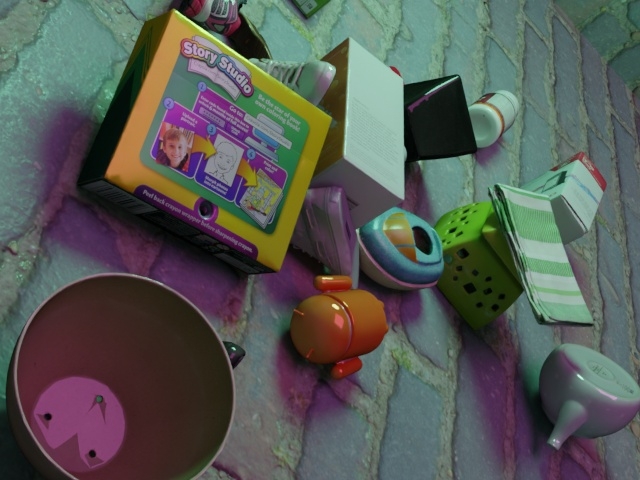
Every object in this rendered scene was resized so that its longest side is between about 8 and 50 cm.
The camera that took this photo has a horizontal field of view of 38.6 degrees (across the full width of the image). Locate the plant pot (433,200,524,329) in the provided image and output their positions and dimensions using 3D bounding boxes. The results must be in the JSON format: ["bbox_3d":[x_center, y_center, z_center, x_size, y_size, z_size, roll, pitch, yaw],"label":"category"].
[{"bbox_3d":[0.394,0.032,2.109,0.227,0.207,0.228,51,37,-12],"label":"plant pot"}]

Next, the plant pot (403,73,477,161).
[{"bbox_3d":[0.226,-0.265,2.126,0.167,0.188,0.188,-25,105,-38],"label":"plant pot"}]

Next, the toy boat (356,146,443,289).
[{"bbox_3d":[0.153,-0.052,1.929,0.267,0.148,0.318,8,59,-48],"label":"toy boat"}]

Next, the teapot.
[{"bbox_3d":[0.612,0.375,2.148,0.256,0.187,0.252,14,25,-24],"label":"teapot"}]

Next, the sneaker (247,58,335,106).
[{"bbox_3d":[-0.083,-0.297,1.745,0.123,0.290,0.106,29,74,-26],"label":"sneaker"}]

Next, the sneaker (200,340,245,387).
[{"bbox_3d":[-0.198,0.161,1.317,0.132,0.228,0.086,46,60,-3],"label":"sneaker"}]

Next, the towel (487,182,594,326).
[{"bbox_3d":[0.491,0.034,2.015,0.247,0.038,0.325,7,60,-48],"label":"towel"}]

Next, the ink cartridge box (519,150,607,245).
[{"bbox_3d":[0.618,-0.087,2.446,0.131,0.226,0.306,54,35,-6],"label":"ink cartridge box"}]

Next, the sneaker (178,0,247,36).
[{"bbox_3d":[-0.197,-0.522,1.876,0.112,0.121,0.299,34,44,-19],"label":"sneaker"}]

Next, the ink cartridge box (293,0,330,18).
[{"bbox_3d":[-0.051,-0.688,2.195,0.255,0.097,0.189,48,37,-15],"label":"ink cartridge box"}]

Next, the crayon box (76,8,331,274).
[{"bbox_3d":[-0.182,-0.157,1.552,0.363,0.106,0.313,31,68,-34],"label":"crayon box"}]

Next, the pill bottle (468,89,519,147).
[{"bbox_3d":[0.475,-0.345,2.551,0.121,0.121,0.221,56,35,-4],"label":"pill bottle"}]

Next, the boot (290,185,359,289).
[{"bbox_3d":[0.000,0.000,1.755,0.095,0.123,0.258,-74,158,-46],"label":"boot"}]

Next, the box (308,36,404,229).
[{"bbox_3d":[0.037,-0.199,1.842,0.168,0.215,0.345,33,42,-31],"label":"box"}]

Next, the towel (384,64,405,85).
[{"bbox_3d":[0.140,-0.355,2.237,0.274,0.031,0.199,-5,68,-51],"label":"towel"}]

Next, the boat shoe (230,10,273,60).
[{"bbox_3d":[-0.135,-0.400,1.911,0.060,0.064,0.178,2,57,-62],"label":"boat shoe"}]

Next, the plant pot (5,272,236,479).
[{"bbox_3d":[-0.277,0.209,1.173,0.284,0.191,0.284,18,55,-27],"label":"plant pot"}]

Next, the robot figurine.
[{"bbox_3d":[0.032,0.153,1.657,0.128,0.158,0.219,32,22,33],"label":"robot figurine"}]
